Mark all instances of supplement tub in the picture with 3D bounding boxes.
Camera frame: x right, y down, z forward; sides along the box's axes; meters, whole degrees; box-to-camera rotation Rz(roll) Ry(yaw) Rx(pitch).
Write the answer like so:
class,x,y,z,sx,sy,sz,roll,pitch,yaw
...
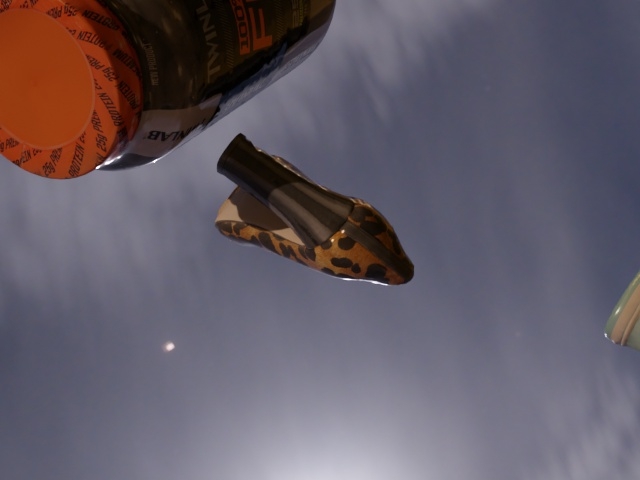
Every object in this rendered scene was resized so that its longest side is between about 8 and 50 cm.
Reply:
class,x,y,z,sx,sy,sz,roll,pitch,yaw
supplement tub,-0.144,-0.190,1.195,0.207,0.207,0.338,54,-142,-6

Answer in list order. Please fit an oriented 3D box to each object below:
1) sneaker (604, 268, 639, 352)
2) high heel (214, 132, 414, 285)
class,x,y,z,sx,sy,sz,roll,pitch,yaw
sneaker,0.586,0.061,2.031,0.208,0.319,0.127,35,-174,20
high heel,0.000,0.000,1.244,0.186,0.093,0.261,35,174,8
